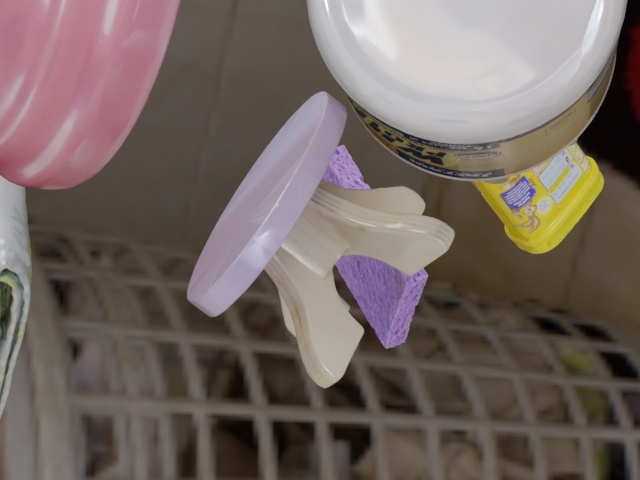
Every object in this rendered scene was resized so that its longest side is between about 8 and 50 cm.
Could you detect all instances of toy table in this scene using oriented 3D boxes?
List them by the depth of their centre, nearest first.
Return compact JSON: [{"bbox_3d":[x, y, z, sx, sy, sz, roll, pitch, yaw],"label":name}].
[{"bbox_3d":[0.000,0.000,1.763,0.274,0.161,0.252,-59,15,-28],"label":"toy table"}]

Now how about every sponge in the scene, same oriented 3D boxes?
[{"bbox_3d":[0.049,0.006,2.007,0.210,0.031,0.117,59,151,34],"label":"sponge"}]

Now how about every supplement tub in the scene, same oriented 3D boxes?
[{"bbox_3d":[0.118,-0.168,1.405,0.316,0.228,0.228,39,-127,-81],"label":"supplement tub"}]

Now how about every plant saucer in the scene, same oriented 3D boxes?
[{"bbox_3d":[-0.151,-0.192,0.887,0.332,0.084,0.332,-7,82,64],"label":"plant saucer"}]

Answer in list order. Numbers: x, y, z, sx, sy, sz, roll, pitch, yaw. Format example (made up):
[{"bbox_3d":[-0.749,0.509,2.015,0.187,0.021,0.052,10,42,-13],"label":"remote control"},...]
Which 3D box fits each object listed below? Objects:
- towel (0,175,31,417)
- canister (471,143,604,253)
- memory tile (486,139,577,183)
[{"bbox_3d":[-0.296,-0.014,1.439,0.320,0.090,0.374,114,152,-43],"label":"towel"},{"bbox_3d":[0.222,-0.086,1.976,0.126,0.170,0.073,-50,37,-11],"label":"canister"},{"bbox_3d":[0.164,-0.101,1.701,0.148,0.113,0.012,-31,36,55],"label":"memory tile"}]
